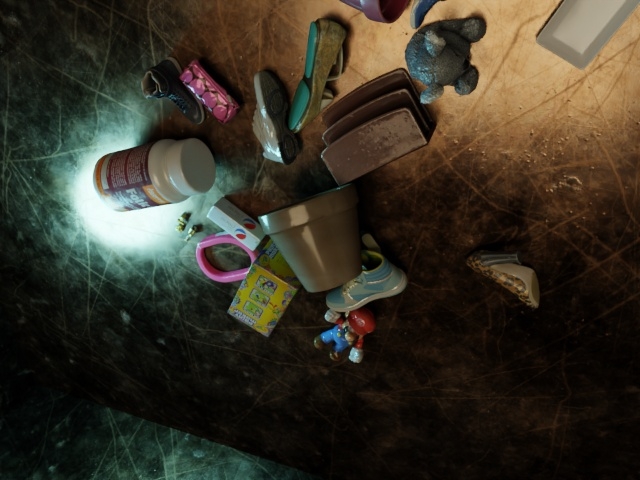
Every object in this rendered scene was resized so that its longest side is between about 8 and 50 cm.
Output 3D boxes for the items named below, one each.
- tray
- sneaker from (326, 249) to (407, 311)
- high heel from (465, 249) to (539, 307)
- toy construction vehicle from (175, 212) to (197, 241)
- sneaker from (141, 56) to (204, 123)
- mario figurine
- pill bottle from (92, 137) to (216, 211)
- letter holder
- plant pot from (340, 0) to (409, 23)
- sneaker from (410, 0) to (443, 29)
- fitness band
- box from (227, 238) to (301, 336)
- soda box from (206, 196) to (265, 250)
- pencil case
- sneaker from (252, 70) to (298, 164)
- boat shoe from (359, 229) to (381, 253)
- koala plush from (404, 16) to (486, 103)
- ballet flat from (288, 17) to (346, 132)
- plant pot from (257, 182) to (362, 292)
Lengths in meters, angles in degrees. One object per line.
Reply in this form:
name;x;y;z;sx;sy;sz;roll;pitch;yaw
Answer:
tray;0.650;-0.554;1.165;0.145;0.030;0.270;31;128;-1
sneaker;0.119;0.131;1.746;0.319;0.127;0.208;-24;133;23
high heel;0.597;0.128;1.628;0.186;0.093;0.261;-5;130;45
toy construction vehicle;-0.538;-0.049;1.979;0.086;0.035;0.098;40;128;-7
sneaker;-0.476;-0.456;1.603;0.086;0.163;0.226;-16;117;28
mario figurine;0.088;0.369;1.916;0.198;0.170;0.320;9;143;-27
pill bottle;-0.580;-0.230;1.755;0.392;0.224;0.224;-7;119;26
letter holder;0.143;-0.330;1.445;0.302;0.152;0.214;-23;110;32
plant pot;0.112;-0.654;1.224;0.180;0.201;0.201;24;129;25
sneaker;0.284;-0.605;1.259;0.084;0.058;0.152;23;122;17
fitness band;-0.370;0.069;1.979;0.291;0.054;0.209;-12;117;30
box;-0.154;0.133;1.785;0.177;0.290;0.279;31;127;0
soda box;-0.307;-0.062;1.852;0.216;0.074;0.069;37;128;-4
pencil case;-0.348;-0.475;1.583;0.209;0.095;0.098;44;162;-12
sneaker;-0.168;-0.378;1.568;0.129;0.111;0.297;9;121;37
boat shoe;0.174;0.017;1.735;0.049;0.042;0.133;-29;125;2
koala plush;0.297;-0.447;1.257;0.203;0.221;0.196;9;125;16
ballet flat;-0.004;-0.461;1.450;0.123;0.123;0.348;23;130;6
plant pot;0.000;0.000;1.569;0.323;0.323;0.280;-16;96;30
